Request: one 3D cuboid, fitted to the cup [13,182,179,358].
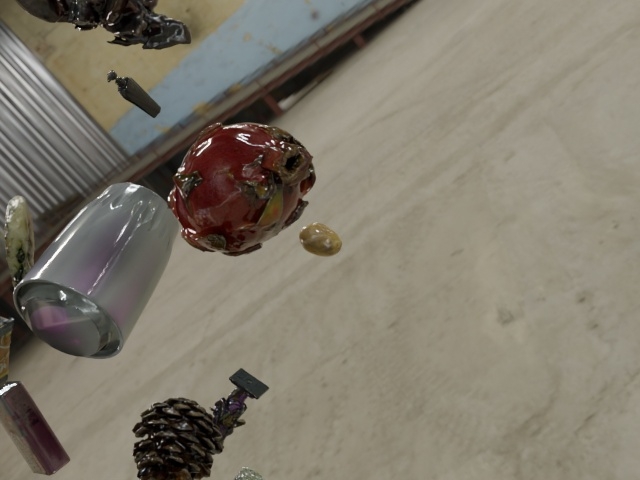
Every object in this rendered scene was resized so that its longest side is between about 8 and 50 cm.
[{"bbox_3d":[-0.485,0.060,1.754,0.253,0.253,0.371,-28,29,42],"label":"cup"}]

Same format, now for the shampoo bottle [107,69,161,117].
[{"bbox_3d":[-0.367,-0.290,1.547,0.027,0.137,0.048,-9,62,27],"label":"shampoo bottle"}]

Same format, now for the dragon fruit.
[{"bbox_3d":[-0.144,-0.091,1.385,0.250,0.250,0.315,-45,9,-15],"label":"dragon fruit"}]

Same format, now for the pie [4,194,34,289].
[{"bbox_3d":[-0.673,0.001,1.762,0.052,0.218,0.185,-5,35,-16],"label":"pie"}]

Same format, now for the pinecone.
[{"bbox_3d":[-0.294,0.427,1.617,0.184,0.179,0.204,-8,34,-8],"label":"pinecone"}]

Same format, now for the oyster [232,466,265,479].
[{"bbox_3d":[-0.162,0.599,1.641,0.198,0.112,0.267,128,157,-61],"label":"oyster"}]

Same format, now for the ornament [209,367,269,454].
[{"bbox_3d":[-0.199,0.384,1.734,0.203,0.088,0.081,-62,-11,19],"label":"ornament"}]

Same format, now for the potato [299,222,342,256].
[{"bbox_3d":[0.000,0.000,1.548,0.062,0.083,0.068,-46,-25,-25],"label":"potato"}]

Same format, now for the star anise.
[{"bbox_3d":[-0.323,-0.350,1.150,0.212,0.283,0.129,-71,-9,-69],"label":"star anise"}]

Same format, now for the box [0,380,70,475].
[{"bbox_3d":[-0.672,0.430,1.800,0.120,0.224,0.069,-11,21,46],"label":"box"}]

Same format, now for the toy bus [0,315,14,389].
[{"bbox_3d":[-0.769,0.194,1.504,0.162,0.324,0.194,-44,-32,-63],"label":"toy bus"}]
